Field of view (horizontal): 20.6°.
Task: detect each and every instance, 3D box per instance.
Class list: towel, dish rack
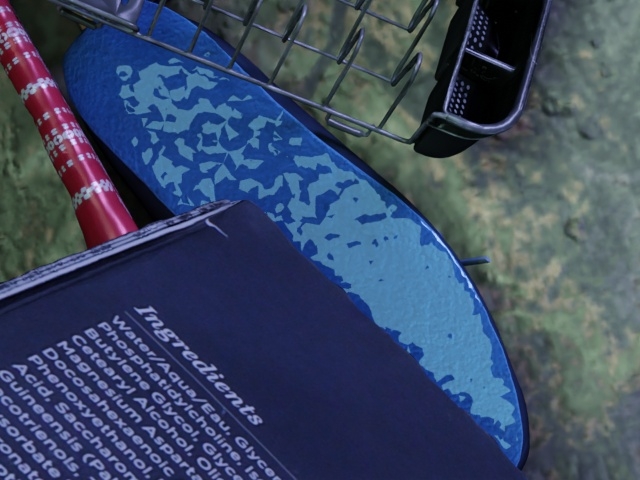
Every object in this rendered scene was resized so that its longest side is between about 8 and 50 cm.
[{"bbox_3d":[-0.161,-0.088,0.962,0.031,0.199,0.275,-29,80,-5],"label":"towel"},{"bbox_3d":[-0.010,-0.170,0.929,0.271,0.074,0.208,21,62,-8],"label":"dish rack"}]

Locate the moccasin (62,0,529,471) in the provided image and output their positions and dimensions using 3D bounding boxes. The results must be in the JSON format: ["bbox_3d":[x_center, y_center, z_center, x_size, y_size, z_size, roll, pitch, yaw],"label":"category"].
[{"bbox_3d":[0.000,0.000,0.972,0.138,0.117,0.342,-36,78,3],"label":"moccasin"}]

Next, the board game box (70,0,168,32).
[{"bbox_3d":[-0.123,-0.264,1.038,0.165,0.042,0.243,-30,83,10],"label":"board game box"}]

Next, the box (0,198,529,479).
[{"bbox_3d":[-0.178,0.276,0.762,0.297,0.472,0.480,44,116,8],"label":"box"}]
